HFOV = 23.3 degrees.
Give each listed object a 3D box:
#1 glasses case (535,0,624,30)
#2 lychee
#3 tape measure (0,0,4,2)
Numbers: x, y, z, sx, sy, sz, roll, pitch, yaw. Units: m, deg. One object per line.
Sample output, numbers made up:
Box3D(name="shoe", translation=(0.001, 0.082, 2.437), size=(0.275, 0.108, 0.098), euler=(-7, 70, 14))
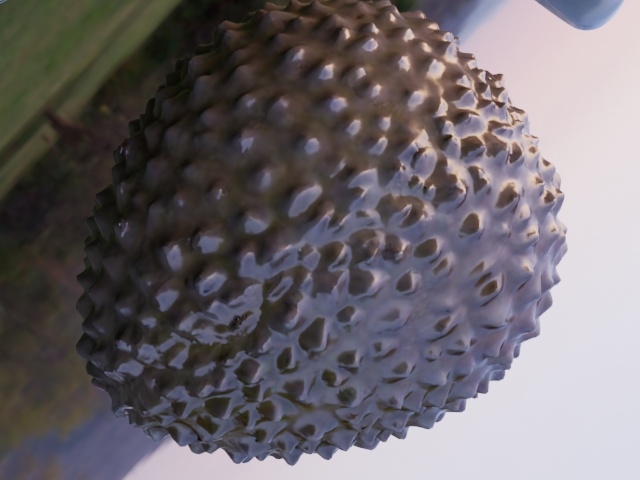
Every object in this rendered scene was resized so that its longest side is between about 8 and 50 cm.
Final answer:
Box3D(name="glasses case", translation=(0.194, -0.257, 1.385), size=(0.067, 0.178, 0.045), euler=(-49, 167, -5))
Box3D(name="lychee", translation=(0.000, 0.000, 1.261), size=(0.432, 0.380, 0.380), euler=(-42, 180, -18))
Box3D(name="tape measure", translation=(-0.289, -0.291, 1.442), size=(0.177, 0.087, 0.154), euler=(-52, -159, 26))
